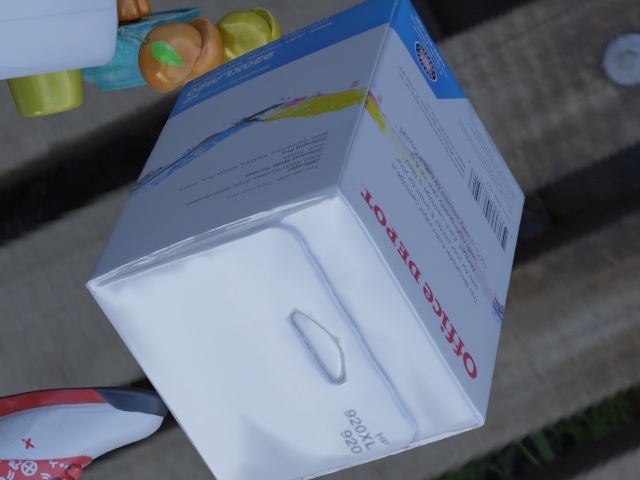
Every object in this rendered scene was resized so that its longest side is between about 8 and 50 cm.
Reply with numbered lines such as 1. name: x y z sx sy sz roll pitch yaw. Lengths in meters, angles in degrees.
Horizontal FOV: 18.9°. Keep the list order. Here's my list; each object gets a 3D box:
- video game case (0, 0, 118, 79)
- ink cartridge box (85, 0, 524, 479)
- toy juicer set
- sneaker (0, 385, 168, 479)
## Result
1. video game case: -0.190 -0.039 0.370 0.206 0.227 0.026 -15 106 -49
2. ink cartridge box: 0.000 0.000 1.131 0.168 0.233 0.171 -21 117 24
3. toy juicer set: -0.132 -0.184 1.653 0.209 0.329 0.090 -8 100 13
4. sneaker: -0.238 0.188 1.391 0.270 0.090 0.145 -6 79 -13
